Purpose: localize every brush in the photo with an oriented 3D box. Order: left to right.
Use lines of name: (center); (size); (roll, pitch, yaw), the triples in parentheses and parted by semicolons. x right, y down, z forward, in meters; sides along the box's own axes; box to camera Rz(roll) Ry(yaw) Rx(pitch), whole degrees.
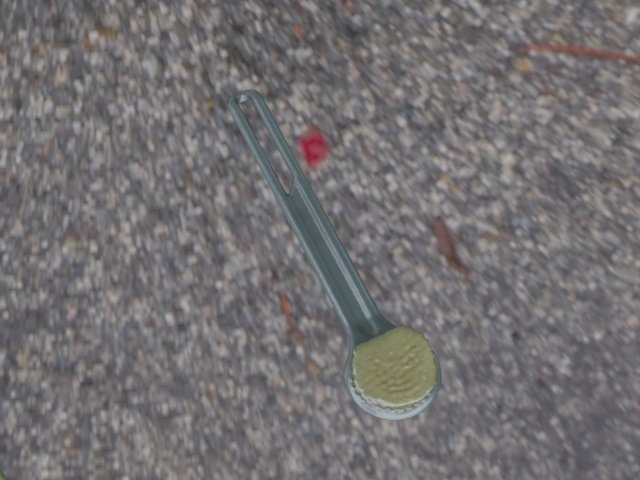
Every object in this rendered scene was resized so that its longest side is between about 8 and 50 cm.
brush: (0.000, 0.000, 1.087); (0.062, 0.266, 0.027); (-23, 155, -14)

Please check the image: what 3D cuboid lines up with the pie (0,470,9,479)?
pie: (-0.164, 0.120, 0.375); (0.067, 0.302, 0.302); (-29, 112, 30)
